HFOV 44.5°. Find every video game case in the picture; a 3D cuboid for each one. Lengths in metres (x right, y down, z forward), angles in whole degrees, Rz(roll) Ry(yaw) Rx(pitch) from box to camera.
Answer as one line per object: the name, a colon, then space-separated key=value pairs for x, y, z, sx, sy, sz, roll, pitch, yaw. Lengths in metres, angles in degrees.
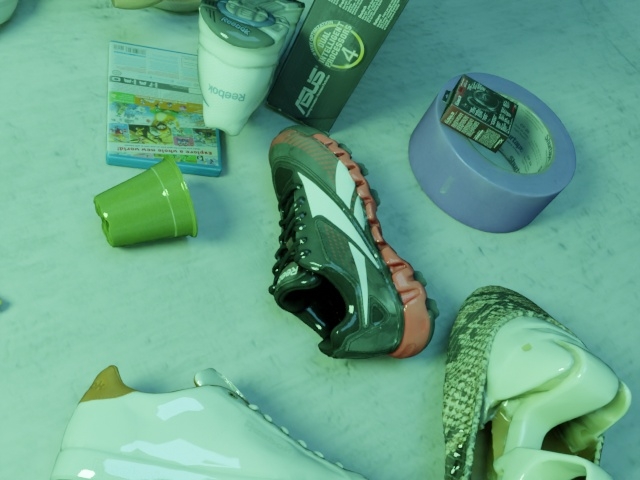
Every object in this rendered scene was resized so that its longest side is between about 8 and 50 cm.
video game case: x=-0.171 y=-0.145 z=0.850 sx=0.119 sy=0.015 sz=0.166 roll=5 pitch=55 yaw=-21

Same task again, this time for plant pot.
plant pot: x=-0.168 y=-0.030 z=0.737 sx=0.079 sy=0.083 sz=0.083 roll=-20 pitch=67 yaw=-21

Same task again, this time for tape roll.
tape roll: x=0.208 y=-0.108 z=0.950 sx=0.188 sy=0.080 sz=0.189 roll=11 pitch=54 yaw=-16

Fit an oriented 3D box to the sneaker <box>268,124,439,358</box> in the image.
sneaker: x=0.000 y=0.000 z=0.771 sx=0.135 sy=0.098 sz=0.276 roll=-12 pitch=65 yaw=-33

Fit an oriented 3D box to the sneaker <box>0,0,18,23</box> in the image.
sneaker: x=-0.411 y=-0.289 z=0.690 sx=0.135 sy=0.150 sz=0.366 roll=54 pitch=28 yaw=18

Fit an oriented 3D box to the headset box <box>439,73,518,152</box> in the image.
headset box: x=0.178 y=-0.147 z=0.891 sx=0.083 sy=0.032 sz=0.062 roll=28 pitch=50 yaw=-3

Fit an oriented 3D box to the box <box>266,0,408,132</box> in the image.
box: x=0.088 y=-0.352 z=0.864 sx=0.097 sy=0.395 sz=0.318 roll=26 pitch=52 yaw=-8

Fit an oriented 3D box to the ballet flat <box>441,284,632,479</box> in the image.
ballet flat: x=0.181 y=0.203 z=0.656 sx=0.164 sy=0.182 sz=0.483 roll=24 pitch=51 yaw=-6

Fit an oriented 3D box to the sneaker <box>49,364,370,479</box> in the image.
sneaker: x=-0.054 y=0.166 z=0.626 sx=0.290 sy=0.106 sz=0.123 roll=17 pitch=55 yaw=-11

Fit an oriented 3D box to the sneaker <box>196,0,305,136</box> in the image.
sneaker: x=-0.089 y=-0.212 z=0.859 sx=0.110 sy=0.129 sz=0.297 roll=17 pitch=27 yaw=-2

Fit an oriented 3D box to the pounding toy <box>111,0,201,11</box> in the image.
pounding toy: x=-0.188 y=-0.376 z=0.911 sx=0.154 sy=0.155 sz=0.270 roll=-7 pitch=61 yaw=-23
